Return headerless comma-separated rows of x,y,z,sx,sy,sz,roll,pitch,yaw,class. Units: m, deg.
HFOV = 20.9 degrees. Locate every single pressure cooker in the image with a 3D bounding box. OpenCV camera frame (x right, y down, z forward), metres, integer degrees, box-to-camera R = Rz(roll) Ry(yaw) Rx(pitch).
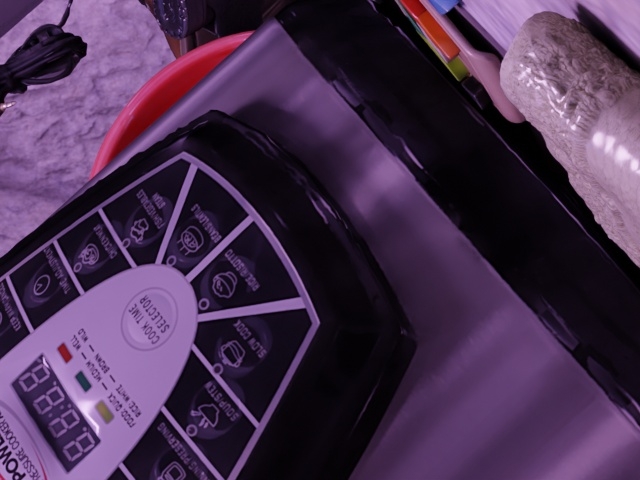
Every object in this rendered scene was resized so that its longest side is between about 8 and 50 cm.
-0.023,0.136,0.850,0.375,0.420,0.370,48,-175,-10,pressure cooker

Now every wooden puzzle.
0.049,-0.078,0.675,0.078,0.014,0.116,49,-178,32,wooden puzzle

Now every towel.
0.103,0.003,0.468,0.110,0.027,0.148,48,-178,31,towel

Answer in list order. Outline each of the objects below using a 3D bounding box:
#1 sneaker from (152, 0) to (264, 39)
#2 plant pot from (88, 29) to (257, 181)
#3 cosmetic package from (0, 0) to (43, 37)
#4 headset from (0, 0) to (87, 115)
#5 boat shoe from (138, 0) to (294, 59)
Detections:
-0.073,-0.203,1.200,0.051,0.089,0.170,33,136,33,sneaker
0.000,0.000,1.292,0.275,0.275,0.243,49,-169,20,plant pot
-0.166,-0.188,0.790,0.155,0.197,0.365,49,180,-7,cosmetic package
-0.254,-0.272,1.151,0.243,0.185,0.394,51,163,56,headset
-0.089,-0.206,1.315,0.104,0.111,0.307,55,175,37,boat shoe
